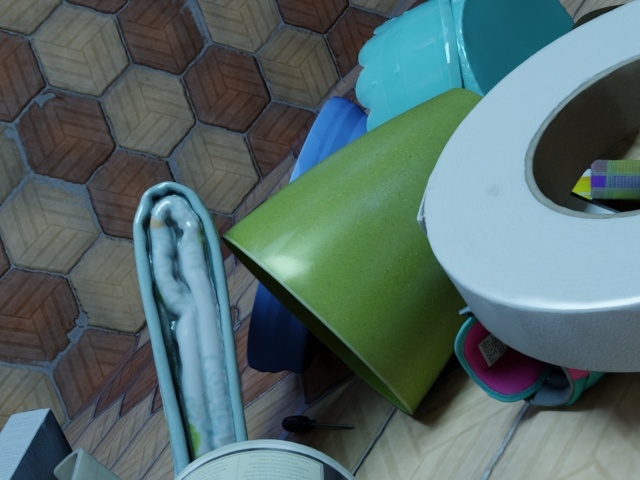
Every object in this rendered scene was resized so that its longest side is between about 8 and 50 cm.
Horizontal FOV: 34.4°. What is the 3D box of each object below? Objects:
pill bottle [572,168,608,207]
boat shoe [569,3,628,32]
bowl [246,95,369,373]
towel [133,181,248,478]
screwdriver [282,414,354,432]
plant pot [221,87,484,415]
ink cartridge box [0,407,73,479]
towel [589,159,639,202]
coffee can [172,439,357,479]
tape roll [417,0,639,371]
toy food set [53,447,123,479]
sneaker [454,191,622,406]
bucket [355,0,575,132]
[{"bbox_3d":[0.278,-0.041,1.079,0.043,0.043,0.083,-39,16,35],"label":"pill bottle"},{"bbox_3d":[0.312,-0.171,1.200,0.109,0.098,0.302,-1,34,34],"label":"boat shoe"},{"bbox_3d":[0.000,0.000,1.416,0.391,0.077,0.391,17,-90,-83],"label":"bowl"},{"bbox_3d":[-0.133,0.150,1.135,0.090,0.374,0.320,-7,-11,-6],"label":"towel"},{"bbox_3d":[0.000,0.225,1.270,0.025,0.024,0.170,-22,3,-35],"label":"screwdriver"},{"bbox_3d":[0.094,-0.013,1.113,0.293,0.275,0.275,-46,12,-7],"label":"plant pot"},{"bbox_3d":[-0.317,0.398,1.178,0.072,0.303,0.307,-15,22,9],"label":"ink cartridge box"},{"bbox_3d":[0.306,-0.061,1.055,0.060,0.009,0.083,2,34,15],"label":"towel"},{"bbox_3d":[-0.045,0.301,0.770,0.201,0.201,0.275,-45,13,12],"label":"coffee can"},{"bbox_3d":[0.265,-0.067,0.801,0.392,0.072,0.392,-26,32,18],"label":"tape roll"},{"bbox_3d":[-0.209,0.361,1.089,0.092,0.220,0.306,-46,13,4],"label":"toy food set"},{"bbox_3d":[0.193,0.055,0.923,0.178,0.123,0.295,-39,14,-2],"label":"sneaker"},{"bbox_3d":[0.202,-0.197,1.314,0.183,0.281,0.281,-26,25,49],"label":"bucket"}]
